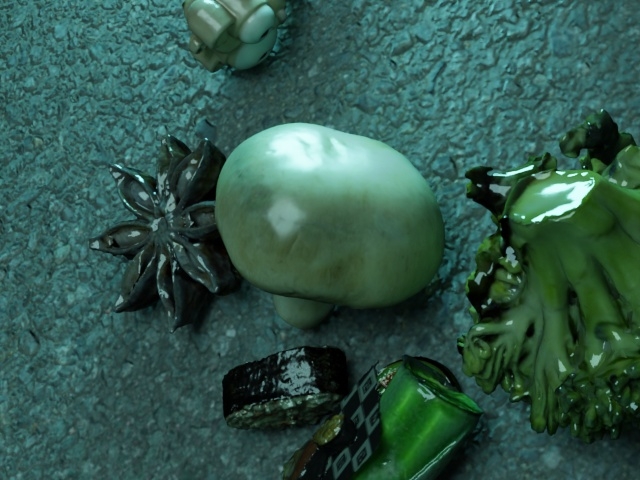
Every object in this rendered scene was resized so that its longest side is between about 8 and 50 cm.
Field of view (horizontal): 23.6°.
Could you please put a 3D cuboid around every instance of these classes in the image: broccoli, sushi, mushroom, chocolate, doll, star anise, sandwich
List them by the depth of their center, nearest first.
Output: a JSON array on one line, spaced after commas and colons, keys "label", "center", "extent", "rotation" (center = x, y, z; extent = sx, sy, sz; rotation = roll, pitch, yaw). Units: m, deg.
[{"label": "broccoli", "center": [0.292, 0.029, 1.538], "extent": [0.334, 0.272, 0.324], "rotation": [12, 36, 39]}, {"label": "chocolate", "center": [0.053, 0.270, 1.627], "extent": [0.110, 0.110, 0.291], "rotation": [40, 101, 35]}, {"label": "sushi", "center": [-0.003, 0.226, 1.638], "extent": [0.201, 0.031, 0.139], "rotation": [-52, 20, 27]}, {"label": "sandwich", "center": [0.107, 0.163, 1.691], "extent": [0.101, 0.026, 0.069], "rotation": [-19, 65, 24]}, {"label": "mushroom", "center": [0.000, 0.000, 1.713], "extent": [0.260, 0.254, 0.234], "rotation": [39, 129, 34]}, {"label": "sushi", "center": [-0.042, 0.169, 1.731], "extent": [0.150, 0.090, 0.078], "rotation": [-15, 67, 21]}, {"label": "star anise", "center": [-0.165, -0.012, 1.868], "extent": [0.223, 0.109, 0.236], "rotation": [18, 96, 41]}, {"label": "doll", "center": [-0.064, -0.332, 1.927], "extent": [0.119, 0.154, 0.278], "rotation": [42, 90, 7]}]
